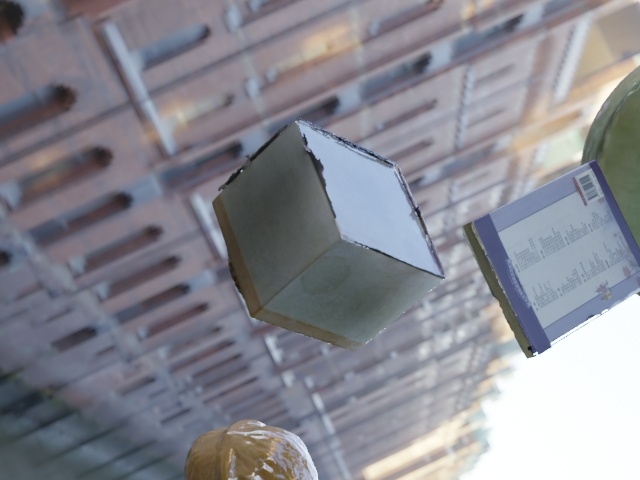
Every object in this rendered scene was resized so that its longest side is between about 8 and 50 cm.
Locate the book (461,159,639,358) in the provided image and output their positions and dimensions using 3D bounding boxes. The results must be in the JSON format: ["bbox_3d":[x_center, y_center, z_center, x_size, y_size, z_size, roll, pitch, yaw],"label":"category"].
[{"bbox_3d":[0.262,0.017,1.646,0.026,0.231,0.157,-28,-92,49],"label":"book"}]

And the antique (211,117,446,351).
[{"bbox_3d":[0.000,0.000,1.363,0.147,0.148,0.152,21,36,-42],"label":"antique"}]

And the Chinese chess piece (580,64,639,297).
[{"bbox_3d":[0.490,-0.073,1.830,0.349,0.349,0.146,65,11,1],"label":"Chinese chess piece"}]

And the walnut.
[{"bbox_3d":[-0.079,0.284,1.733,0.149,0.166,0.166,-66,141,-49],"label":"walnut"}]
